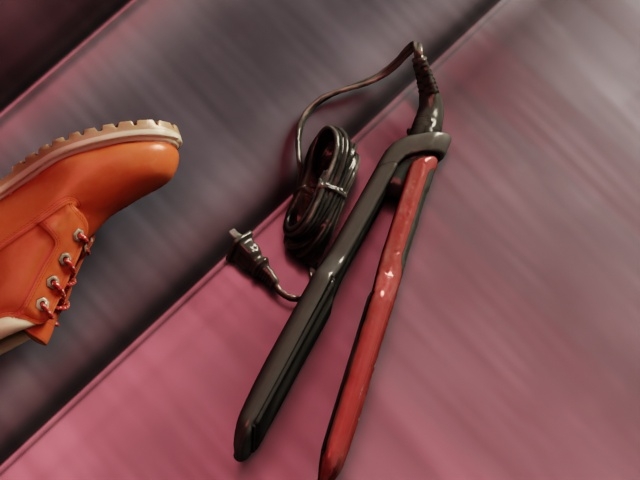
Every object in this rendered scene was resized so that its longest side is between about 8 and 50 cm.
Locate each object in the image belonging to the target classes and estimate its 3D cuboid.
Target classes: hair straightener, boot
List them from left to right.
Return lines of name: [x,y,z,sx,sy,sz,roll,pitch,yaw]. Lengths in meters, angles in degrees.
boot: [-0.127,0.003,0.835,0.158,0.059,0.084,-28,74,-2]
hair straightener: [0.000,0.000,0.838,0.089,0.047,0.230,17,69,6]
